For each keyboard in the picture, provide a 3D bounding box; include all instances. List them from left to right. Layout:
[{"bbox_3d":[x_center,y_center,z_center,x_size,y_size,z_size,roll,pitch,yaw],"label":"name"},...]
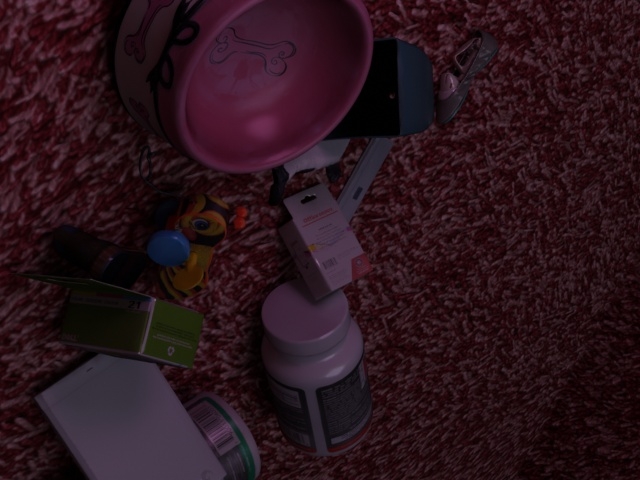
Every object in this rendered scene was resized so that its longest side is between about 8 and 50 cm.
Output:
[{"bbox_3d":[0.069,-0.099,1.987,0.072,0.014,0.256,20,101,-58],"label":"keyboard"}]

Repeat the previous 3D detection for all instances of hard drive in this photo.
[{"bbox_3d":[-0.325,0.339,1.680,0.203,0.040,0.307,-35,97,-27],"label":"hard drive"}]

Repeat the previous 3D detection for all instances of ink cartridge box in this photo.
[{"bbox_3d":[-0.339,0.125,1.523,0.255,0.189,0.097,25,72,-53],"label":"ink cartridge box"},{"bbox_3d":[0.000,0.000,1.881,0.115,0.198,0.067,-25,175,-36],"label":"ink cartridge box"}]

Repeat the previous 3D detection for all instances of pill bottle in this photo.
[{"bbox_3d":[-0.307,0.455,1.813,0.361,0.204,0.204,-30,137,-30],"label":"pill bottle"},{"bbox_3d":[-0.008,0.261,2.001,0.210,0.210,0.363,-36,139,-26],"label":"pill bottle"}]

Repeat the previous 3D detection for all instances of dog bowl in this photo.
[{"bbox_3d":[-0.097,-0.274,1.468,0.408,0.150,0.408,-25,143,-21],"label":"dog bowl"}]

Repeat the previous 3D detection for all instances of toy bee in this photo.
[{"bbox_3d":[-0.202,-0.007,1.591,0.298,0.162,0.195,90,5,-66],"label":"toy bee"}]

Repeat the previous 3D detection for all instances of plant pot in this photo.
[{"bbox_3d":[0.112,-0.268,1.751,0.234,0.166,0.165,-14,103,-61],"label":"plant pot"}]

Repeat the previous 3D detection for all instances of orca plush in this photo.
[{"bbox_3d":[-0.044,-0.148,1.732,0.151,0.102,0.287,57,37,-26],"label":"orca plush"}]

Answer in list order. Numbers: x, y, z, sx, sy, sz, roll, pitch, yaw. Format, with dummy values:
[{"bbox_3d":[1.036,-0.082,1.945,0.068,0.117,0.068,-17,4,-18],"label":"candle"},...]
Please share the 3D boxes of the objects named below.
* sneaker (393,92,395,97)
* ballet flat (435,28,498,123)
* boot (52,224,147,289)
[{"bbox_3d":[0.186,-0.299,1.949,0.119,0.047,0.057,22,77,-54],"label":"sneaker"},{"bbox_3d":[0.285,-0.343,2.015,0.068,0.072,0.213,36,87,-27],"label":"ballet flat"},{"bbox_3d":[-0.349,0.023,1.559,0.082,0.106,0.219,-56,172,-7],"label":"boot"}]
